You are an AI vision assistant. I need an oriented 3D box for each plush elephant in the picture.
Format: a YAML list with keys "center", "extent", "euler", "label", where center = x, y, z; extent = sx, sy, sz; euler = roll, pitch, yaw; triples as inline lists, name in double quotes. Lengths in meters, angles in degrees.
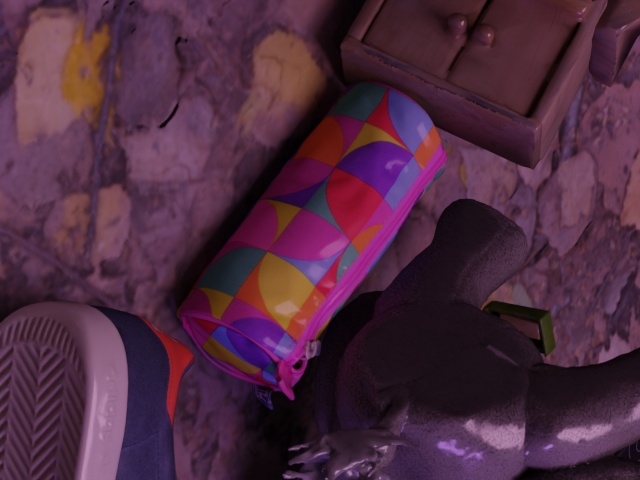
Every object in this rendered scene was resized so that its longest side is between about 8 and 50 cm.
- center: [0.090, 0.179, 1.262]
  extent: [0.330, 0.272, 0.255]
  euler: [-31, 142, -38]
  label: "plush elephant"

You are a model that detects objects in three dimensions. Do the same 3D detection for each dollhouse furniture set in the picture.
- center: [0.125, 0.108, 1.455]
  extent: [0.151, 0.058, 0.076]
  euler: [-37, 126, -38]
  label: "dollhouse furniture set"
- center: [0.132, -0.254, 1.145]
  extent: [0.256, 0.362, 0.394]
  euler: [-61, 166, -16]
  label: "dollhouse furniture set"

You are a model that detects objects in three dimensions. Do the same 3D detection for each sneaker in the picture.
- center: [-0.151, 0.212, 1.112]
  extent: [0.148, 0.131, 0.350]
  euler: [7, 100, -58]
  label: "sneaker"

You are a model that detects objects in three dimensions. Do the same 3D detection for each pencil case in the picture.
- center: [0.000, 0.000, 1.247]
  extent: [0.236, 0.104, 0.104]
  euler: [-57, 137, -23]
  label: "pencil case"

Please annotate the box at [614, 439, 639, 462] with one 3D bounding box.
- center: [0.156, 0.253, 1.468]
  extent: [0.247, 0.142, 0.163]
  euler: [-41, 134, -33]
  label: "box"
